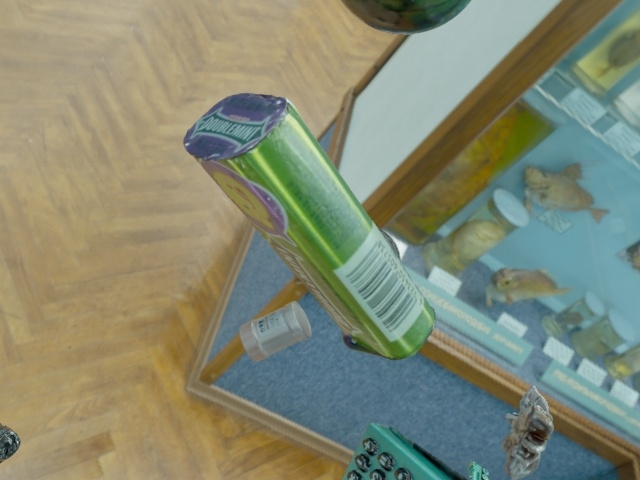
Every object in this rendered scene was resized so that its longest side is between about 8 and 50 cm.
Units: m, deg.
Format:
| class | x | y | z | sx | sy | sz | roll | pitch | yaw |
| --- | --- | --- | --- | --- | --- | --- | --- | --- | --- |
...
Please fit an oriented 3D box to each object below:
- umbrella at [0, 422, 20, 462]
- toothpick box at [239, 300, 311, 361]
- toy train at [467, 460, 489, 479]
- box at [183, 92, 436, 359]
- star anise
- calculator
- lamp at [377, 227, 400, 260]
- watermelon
| class | x | y | z | sx | sy | sz | roll | pitch | yaw |
| --- | --- | --- | --- | --- | --- | --- | --- | --- | --- |
| umbrella | -0.743 | 0.438 | 1.450 | 0.090 | 0.326 | 0.094 | -13 | 88 | -44 |
| toothpick box | -0.109 | 0.222 | 1.618 | 0.098 | 0.149 | 0.098 | 60 | 12 | -21 |
| toy train | 0.334 | 0.511 | 1.414 | 0.045 | 0.029 | 0.092 | 36 | 24 | 2 |
| box | 0.000 | 0.000 | 0.730 | 0.097 | 0.134 | 0.345 | -51 | 129 | -17 |
| star anise | 0.501 | 0.459 | 1.609 | 0.093 | 0.236 | 0.229 | 14 | 60 | 6 |
| calculator | 0.091 | 0.428 | 0.980 | 0.058 | 0.274 | 0.248 | 25 | -1 | -28 |
| lamp | 0.097 | 0.030 | 1.185 | 0.130 | 0.108 | 0.371 | 33 | 6 | 11 |
| watermelon | 0.130 | -0.433 | 0.993 | 0.242 | 0.242 | 0.242 | 23 | 44 | -24 |
